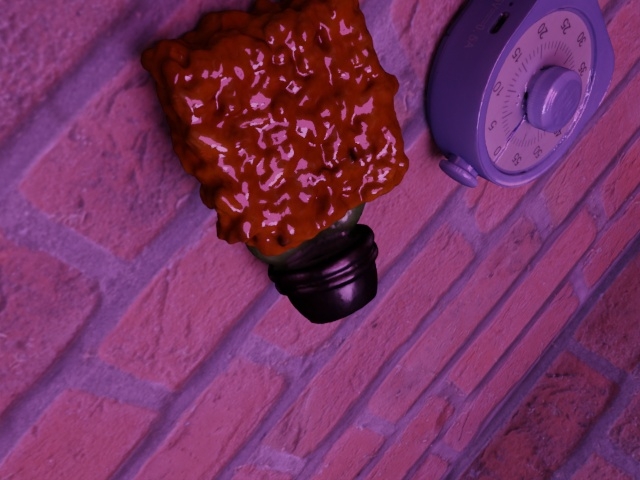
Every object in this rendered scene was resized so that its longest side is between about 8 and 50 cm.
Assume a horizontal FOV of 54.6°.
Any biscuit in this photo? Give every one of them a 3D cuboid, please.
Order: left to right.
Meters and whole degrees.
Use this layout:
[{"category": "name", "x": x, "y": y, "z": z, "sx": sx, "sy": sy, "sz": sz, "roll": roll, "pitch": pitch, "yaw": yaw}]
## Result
[{"category": "biscuit", "x": -0.038, "y": -0.156, "z": 0.810, "sx": 0.312, "sy": 0.110, "sz": 0.318, "roll": -31, "pitch": 117, "yaw": -24}]

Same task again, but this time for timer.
[{"category": "timer", "x": 0.357, "y": -0.259, "z": 1.107, "sx": 0.395, "sy": 0.173, "sz": 0.394, "roll": -25, "pitch": 133, "yaw": -30}]

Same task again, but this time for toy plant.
[{"category": "toy plant", "x": 0.000, "y": 0.000, "z": 0.975, "sx": 0.218, "sy": 0.175, "sz": 0.235, "roll": -29, "pitch": 109, "yaw": -17}]
